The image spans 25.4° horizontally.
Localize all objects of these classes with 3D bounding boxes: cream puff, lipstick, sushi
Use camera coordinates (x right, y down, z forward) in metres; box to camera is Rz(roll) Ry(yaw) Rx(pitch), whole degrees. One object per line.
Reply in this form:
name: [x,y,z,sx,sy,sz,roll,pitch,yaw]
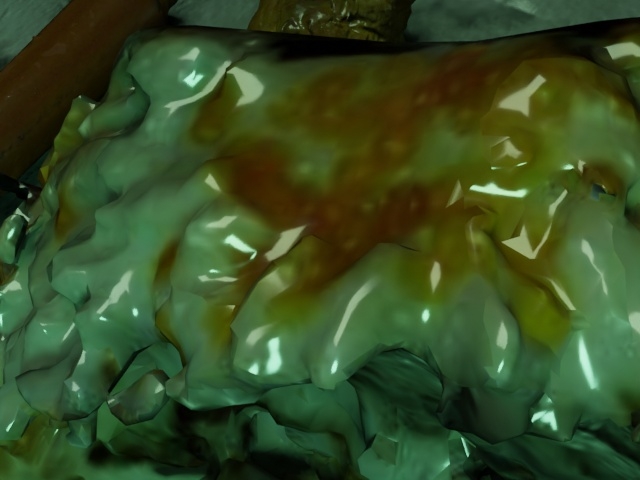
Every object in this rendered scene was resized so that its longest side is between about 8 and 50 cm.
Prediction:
cream puff: [0.008,-0.150,0.955,0.122,0.094,0.116,-8,49,9]
lipstick: [-0.241,-0.052,0.974,0.077,0.077,0.418,20,57,34]
sushi: [0.052,0.089,0.507,0.417,0.417,0.176,-3,51,19]
